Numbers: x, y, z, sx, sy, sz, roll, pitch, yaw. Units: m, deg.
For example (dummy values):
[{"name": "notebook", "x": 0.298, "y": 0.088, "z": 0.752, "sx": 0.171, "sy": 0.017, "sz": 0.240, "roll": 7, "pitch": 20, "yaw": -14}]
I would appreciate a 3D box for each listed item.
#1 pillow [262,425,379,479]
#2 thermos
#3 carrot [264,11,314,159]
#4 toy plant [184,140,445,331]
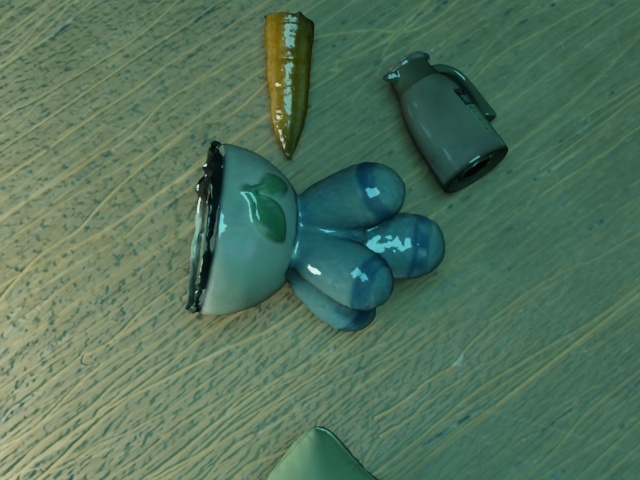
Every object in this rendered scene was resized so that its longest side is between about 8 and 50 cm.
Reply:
[{"name": "pillow", "x": 0.028, "y": 0.425, "z": 1.798, "sx": 0.322, "sy": 0.120, "sz": 0.255, "roll": 43, "pitch": 79, "yaw": 7}, {"name": "thermos", "x": 0.175, "y": -0.177, "z": 1.959, "sx": 0.137, "sy": 0.105, "sz": 0.193, "roll": -22, "pitch": 71, "yaw": -33}, {"name": "carrot", "x": -0.044, "y": -0.213, "z": 1.972, "sx": 0.072, "sy": 0.072, "sz": 0.205, "roll": 0, "pitch": 85, "yaw": -2}, {"name": "toy plant", "x": 0.000, "y": 0.000, "z": 1.855, "sx": 0.332, "sy": 0.247, "sz": 0.247, "roll": 7, "pitch": 77, "yaw": -8}]
